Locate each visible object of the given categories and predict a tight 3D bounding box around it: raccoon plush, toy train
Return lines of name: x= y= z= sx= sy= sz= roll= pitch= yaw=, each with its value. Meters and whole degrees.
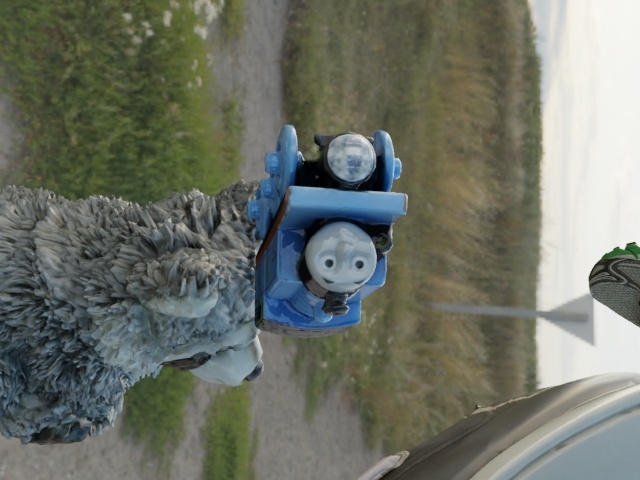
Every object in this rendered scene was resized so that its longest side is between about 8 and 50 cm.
raccoon plush: x=-0.247 y=-0.002 z=0.663 sx=0.299 sy=0.446 sz=0.216 roll=-43 pitch=-154 yaw=43
toy train: x=0.000 y=0.000 z=0.492 sx=0.184 sy=0.080 sz=0.105 roll=131 pitch=-40 yaw=-73

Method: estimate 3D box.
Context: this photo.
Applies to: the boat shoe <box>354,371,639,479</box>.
boat shoe: x=0.014 y=0.143 z=0.323 sx=0.335 sy=0.095 sz=0.112 roll=-31 pitch=117 yaw=-23

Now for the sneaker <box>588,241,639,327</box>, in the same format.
sneaker: x=0.431 y=0.115 z=0.909 sx=0.146 sy=0.343 sz=0.134 roll=-45 pitch=131 yaw=-6
